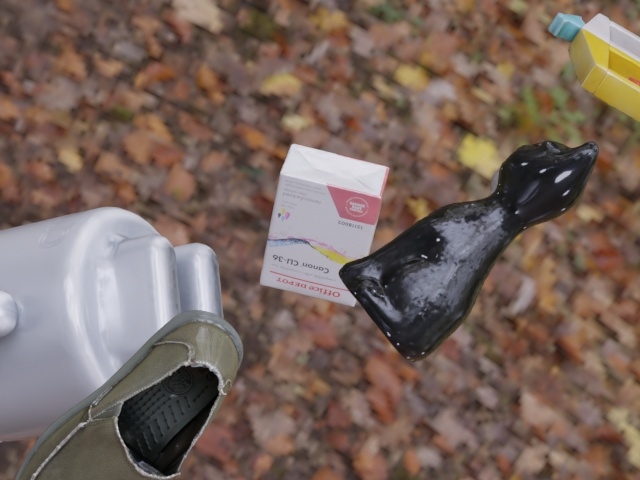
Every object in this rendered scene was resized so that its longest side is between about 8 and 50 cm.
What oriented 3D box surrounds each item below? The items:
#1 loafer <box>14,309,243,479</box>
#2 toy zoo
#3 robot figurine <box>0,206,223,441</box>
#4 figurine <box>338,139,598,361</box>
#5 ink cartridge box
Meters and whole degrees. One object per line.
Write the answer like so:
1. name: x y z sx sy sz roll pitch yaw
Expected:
1. loafer: -0.158 0.161 1.345 0.094 0.251 0.087 37 8 -12
2. toy zoo: 0.359 -0.145 1.761 0.293 0.030 0.192 30 24 -4
3. robot figurine: -0.262 0.084 1.636 0.300 0.353 0.199 20 62 -59
4. figurine: 0.126 -0.004 1.365 0.092 0.209 0.215 52 2 2
5. ink cartridge box: 0.000 0.000 1.948 0.115 0.198 0.067 14 37 3
